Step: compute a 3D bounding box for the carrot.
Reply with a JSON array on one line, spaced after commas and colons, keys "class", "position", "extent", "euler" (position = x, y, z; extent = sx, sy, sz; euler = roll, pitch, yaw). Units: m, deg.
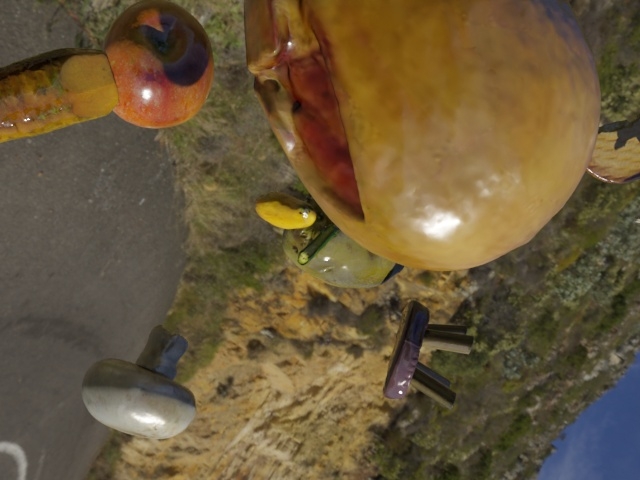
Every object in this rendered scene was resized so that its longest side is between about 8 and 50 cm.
[{"class": "carrot", "position": [-0.455, -0.204, 0.827], "extent": [0.301, 0.114, 0.114], "euler": [-22, 173, -16]}]

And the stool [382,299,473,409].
[{"class": "stool", "position": [0.280, 0.306, 1.481], "extent": [0.272, 0.178, 0.272], "euler": [17, 90, -82]}]

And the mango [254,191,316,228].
[{"class": "mango", "position": [-0.079, -0.068, 1.287], "extent": [0.190, 0.098, 0.075], "euler": [10, -108, 41]}]

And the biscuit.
[{"class": "biscuit", "position": [0.662, -0.212, 1.229], "extent": [0.031, 0.228, 0.176], "euler": [-106, -147, -78]}]

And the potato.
[{"class": "potato", "position": [0.069, 0.014, 1.446], "extent": [0.218, 0.350, 0.202], "euler": [-65, -156, -5]}]

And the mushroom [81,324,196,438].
[{"class": "mushroom", "position": [-0.368, 0.299, 1.196], "extent": [0.244, 0.243, 0.243], "euler": [-56, -177, 4]}]

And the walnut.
[{"class": "walnut", "position": [0.056, -0.125, 0.381], "extent": [0.203, 0.298, 0.203], "euler": [-24, 174, -3]}]

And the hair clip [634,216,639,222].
[{"class": "hair clip", "position": [0.708, -0.092, 1.150], "extent": [0.226, 0.072, 0.034], "euler": [-51, -150, -18]}]

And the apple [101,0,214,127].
[{"class": "apple", "position": [-0.337, -0.363, 1.155], "extent": [0.254, 0.253, 0.253], "euler": [-56, -177, 4]}]

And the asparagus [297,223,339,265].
[{"class": "asparagus", "position": [0.001, 0.001, 0.962], "extent": [0.108, 0.025, 0.021], "euler": [-44, 168, -22]}]
